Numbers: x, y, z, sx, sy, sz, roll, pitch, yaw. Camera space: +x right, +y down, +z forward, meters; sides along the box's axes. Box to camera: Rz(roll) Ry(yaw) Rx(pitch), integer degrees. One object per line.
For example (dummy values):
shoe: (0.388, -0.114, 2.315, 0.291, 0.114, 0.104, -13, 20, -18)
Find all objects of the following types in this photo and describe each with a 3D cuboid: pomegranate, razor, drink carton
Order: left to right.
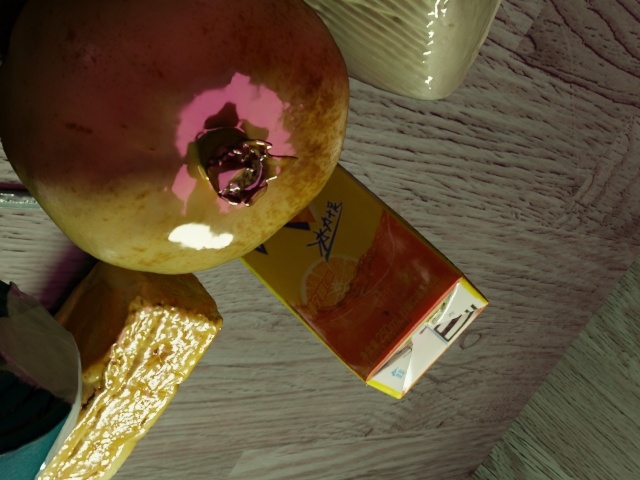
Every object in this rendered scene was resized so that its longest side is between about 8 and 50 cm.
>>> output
razor: (-0.289, -0.040, 1.191, 0.211, 0.036, 0.084, 4, 100, -46)
pomegranate: (-0.121, -0.117, 1.017, 0.319, 0.319, 0.319, -32, 147, -24)
drink carton: (0.000, 0.000, 1.277, 0.154, 0.351, 0.111, -48, 151, 2)

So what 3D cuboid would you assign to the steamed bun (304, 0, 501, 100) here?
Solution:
steamed bun: (0.065, -0.327, 1.094, 0.236, 0.247, 0.383, -58, 155, -22)

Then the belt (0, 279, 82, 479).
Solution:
belt: (-0.404, 0.141, 0.982, 0.437, 0.300, 0.173, -5, 130, -50)

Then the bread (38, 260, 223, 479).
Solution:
bread: (-0.250, 0.156, 1.368, 0.294, 0.132, 0.167, -54, 149, 14)
